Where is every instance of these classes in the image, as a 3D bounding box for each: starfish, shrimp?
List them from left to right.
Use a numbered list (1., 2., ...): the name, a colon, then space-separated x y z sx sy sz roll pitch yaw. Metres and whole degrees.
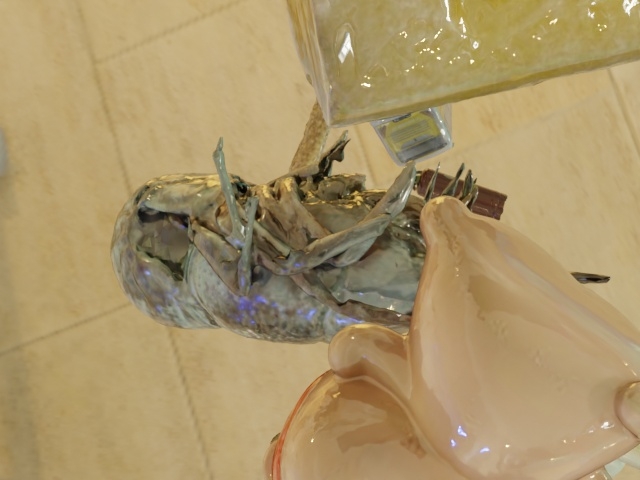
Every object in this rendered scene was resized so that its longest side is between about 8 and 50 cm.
1. shrimp: -0.002 0.000 0.905 0.372 0.172 0.137 -9 81 32
2. starfish: 0.062 -0.192 1.731 0.132 0.398 0.384 24 108 -16

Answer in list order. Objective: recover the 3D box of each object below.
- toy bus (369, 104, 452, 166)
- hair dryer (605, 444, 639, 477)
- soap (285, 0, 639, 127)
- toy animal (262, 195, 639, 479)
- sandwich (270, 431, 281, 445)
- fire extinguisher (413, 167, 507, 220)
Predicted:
1. toy bus: 0.080 -0.143 1.164 0.064 0.075 0.190 -21 31 20
2. hair dryer: 0.352 0.237 1.567 0.073 0.131 0.236 -57 30 -13
3. soap: 0.114 -0.156 0.513 0.274 0.089 0.173 -14 121 -6
4. toy animal: 0.065 0.097 0.669 0.171 0.171 0.198 42 114 19
5. sandwich: 0.008 0.235 1.517 0.029 0.135 0.067 4 70 59
6. fire extinguisher: 0.164 -0.062 1.694 0.132 0.056 0.039 18 122 -1
